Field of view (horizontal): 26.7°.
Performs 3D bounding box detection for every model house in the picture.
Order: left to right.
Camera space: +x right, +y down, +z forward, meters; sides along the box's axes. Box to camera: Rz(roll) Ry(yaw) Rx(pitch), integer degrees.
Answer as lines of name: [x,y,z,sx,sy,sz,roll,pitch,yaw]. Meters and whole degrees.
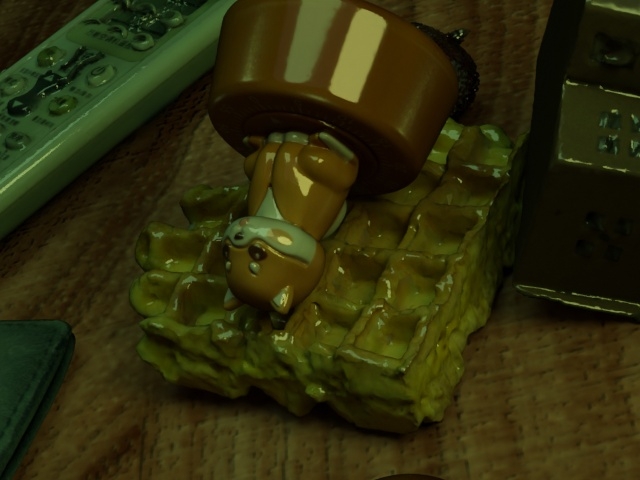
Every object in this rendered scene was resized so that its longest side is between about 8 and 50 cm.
model house: [0.237,-0.065,0.669,0.248,0.176,0.181,9,58,2]

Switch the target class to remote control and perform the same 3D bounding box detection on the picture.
remote control: [-0.176,-0.092,0.958,0.335,0.065,0.128,-43,41,-24]

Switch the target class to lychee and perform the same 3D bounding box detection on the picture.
lychee: [0.064,-0.104,0.855,0.083,0.068,0.067,-35,57,9]

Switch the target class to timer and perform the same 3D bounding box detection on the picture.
timer: [-0.011,-0.032,0.695,0.132,0.132,0.152,6,67,31]

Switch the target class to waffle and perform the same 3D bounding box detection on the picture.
waffle: [0.000,0.000,0.774,0.219,0.057,0.229,5,44,29]

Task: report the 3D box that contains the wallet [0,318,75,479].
wallet: [-0.289,0.152,0.742,0.251,0.054,0.290,0,39,20]

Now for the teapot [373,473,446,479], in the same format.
teapot: [0.043,0.144,0.547,0.173,0.116,0.116,0,44,24]
